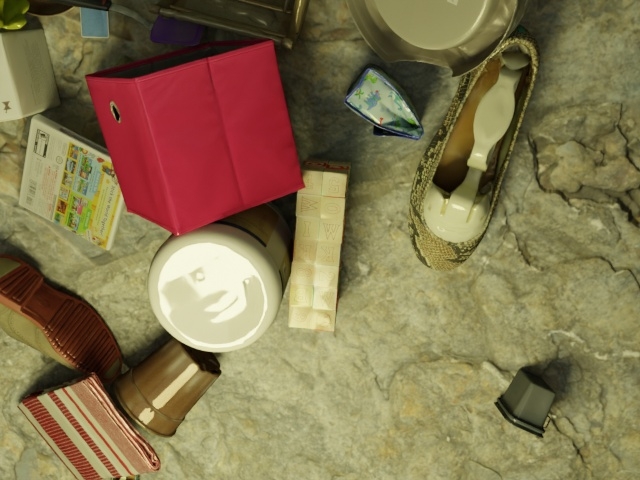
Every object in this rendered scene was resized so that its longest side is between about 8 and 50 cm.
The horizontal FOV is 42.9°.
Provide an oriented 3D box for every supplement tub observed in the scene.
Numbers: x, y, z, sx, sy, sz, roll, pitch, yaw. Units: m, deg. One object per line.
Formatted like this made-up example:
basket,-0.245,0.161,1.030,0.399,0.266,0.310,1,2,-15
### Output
supplement tub,-0.166,0.041,1.481,0.228,0.316,0.228,1,108,4

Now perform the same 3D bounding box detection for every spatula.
spatula,-0.359,-0.414,1.483,0.297,0.084,0.030,15,146,-7

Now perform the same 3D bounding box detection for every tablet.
tablet,-0.425,-0.423,1.531,0.054,0.006,0.083,3,107,4

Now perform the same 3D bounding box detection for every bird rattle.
bird rattle,-0.639,-0.425,1.419,0.254,0.207,0.143,5,112,39

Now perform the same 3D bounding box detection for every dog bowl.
dog bowl,0.194,-0.444,1.337,0.349,0.102,0.348,26,132,34

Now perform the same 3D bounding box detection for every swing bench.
swing bench,-0.136,-0.487,1.411,0.253,0.165,0.254,15,112,0

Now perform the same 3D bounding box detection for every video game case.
video game case,-0.473,-0.107,1.568,0.206,0.026,0.227,27,130,0

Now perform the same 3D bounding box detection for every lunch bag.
lunch bag,0.122,-0.241,1.474,0.151,0.129,0.096,35,107,-7

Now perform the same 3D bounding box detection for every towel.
towel,-0.482,0.394,1.680,0.329,0.037,0.237,-22,106,44

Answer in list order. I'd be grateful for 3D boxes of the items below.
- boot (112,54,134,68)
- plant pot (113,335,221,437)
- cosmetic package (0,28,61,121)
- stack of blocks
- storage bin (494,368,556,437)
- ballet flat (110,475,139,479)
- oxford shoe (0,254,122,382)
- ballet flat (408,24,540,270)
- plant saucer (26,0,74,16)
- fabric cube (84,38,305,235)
boot,-0.366,-0.223,1.549,0.165,0.077,0.213,35,101,-6
plant pot,-0.300,0.283,1.653,0.165,0.167,0.167,-44,98,8
cosmetic package,-0.594,-0.299,1.489,0.151,0.183,0.151,-7,106,6
stack of blocks,0.000,0.000,1.533,0.087,0.171,0.297,6,106,3
storage bin,0.417,0.319,1.616,0.098,0.135,0.091,25,97,-2
ballet flat,-0.431,0.508,1.773,0.070,0.070,0.188,2,107,4
oxford shoe,-0.561,0.175,1.680,0.348,0.123,0.130,45,131,-10
ballet flat,0.270,-0.149,1.461,0.164,0.182,0.482,17,107,-1
plant saucer,-0.507,-0.513,1.497,0.199,0.036,0.198,1,106,5
fabric cube,-0.216,-0.188,1.397,0.259,0.254,0.258,-23,113,-27
